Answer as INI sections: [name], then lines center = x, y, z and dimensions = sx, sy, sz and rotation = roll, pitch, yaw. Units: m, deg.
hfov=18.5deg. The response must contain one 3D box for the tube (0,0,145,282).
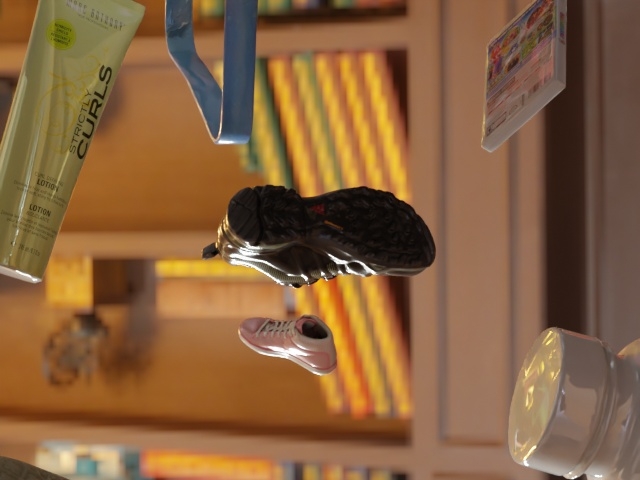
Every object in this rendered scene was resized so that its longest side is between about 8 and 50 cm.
[tube]
center = -0.209, -0.089, 1.522
dimensions = 0.062, 0.240, 0.070
rotation = 14, 170, 15

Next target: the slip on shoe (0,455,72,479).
[slip on shoe]
center = -0.179, 0.223, 1.337
dimensions = 0.331, 0.101, 0.123
rotation = 19, -152, -49

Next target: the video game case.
[video game case]
center = 0.154, -0.133, 1.480
dimensions = 0.011, 0.122, 0.087
rotation = 29, 132, -21

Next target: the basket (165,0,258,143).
[basket]
center = -0.083, -0.243, 1.504
dimensions = 0.201, 0.289, 0.255
rotation = 0, -155, -17

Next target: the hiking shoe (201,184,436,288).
[hiking shoe]
center = 0.000, 0.000, 1.946
dimensions = 0.227, 0.086, 0.114
rotation = 10, 154, -21

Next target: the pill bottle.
[pill bottle]
center = 0.260, 0.141, 1.420
dimensions = 0.229, 0.131, 0.131
rotation = 16, 177, -11

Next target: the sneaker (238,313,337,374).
[sneaker]
center = -0.039, 0.111, 2.415
dimensions = 0.134, 0.070, 0.051
rotation = 22, -131, 20
